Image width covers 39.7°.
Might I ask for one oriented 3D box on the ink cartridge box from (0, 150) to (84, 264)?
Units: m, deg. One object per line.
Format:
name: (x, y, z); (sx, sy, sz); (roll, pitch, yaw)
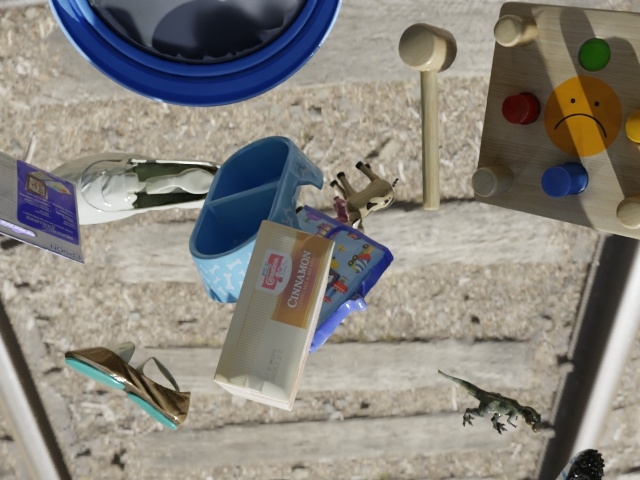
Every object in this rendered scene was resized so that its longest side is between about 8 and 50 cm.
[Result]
ink cartridge box: (-0.443, -0.051, 1.265); (0.206, 0.208, 0.045); (26, 114, -34)

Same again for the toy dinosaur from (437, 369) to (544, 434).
toy dinosaur: (0.389, 0.389, 2.052); (0.268, 0.064, 0.118); (23, 129, 21)

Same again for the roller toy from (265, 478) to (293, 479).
roller toy: (-0.060, 0.486, 1.404); (0.191, 0.146, 0.209); (-19, 98, -18)

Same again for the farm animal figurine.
farm animal figurine: (0.000, 0.000, 1.892); (0.326, 0.172, 0.330); (-9, 146, -47)

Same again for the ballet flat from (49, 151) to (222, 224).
ballet flat: (-0.346, -0.112, 1.739); (0.400, 0.139, 0.139); (-6, 138, -32)

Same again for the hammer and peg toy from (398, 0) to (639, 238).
hammer and peg toy: (0.271, -0.151, 1.083); (0.361, 0.127, 0.266); (15, 108, 34)

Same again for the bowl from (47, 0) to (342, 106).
bowl: (-0.164, -0.361, 1.168); (0.390, 0.077, 0.391); (-4, 133, -4)

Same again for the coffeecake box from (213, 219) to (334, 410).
coffeecake box: (-0.039, 0.077, 0.817); (0.068, 0.142, 0.185); (16, 168, 2)

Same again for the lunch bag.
lunch bag: (0.002, 0.082, 1.606); (0.221, 0.293, 0.138); (-47, 119, -11)

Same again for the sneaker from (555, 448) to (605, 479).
sneaker: (0.467, 0.497, 1.718); (0.085, 0.237, 0.086); (47, 158, -12)

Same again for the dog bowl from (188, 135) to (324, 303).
dog bowl: (-0.095, -0.042, 1.266); (0.165, 0.297, 0.074); (-14, 128, 24)

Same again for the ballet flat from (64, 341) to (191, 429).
ballet flat: (-0.447, 0.321, 2.125); (0.342, 0.124, 0.116); (37, 152, -20)
